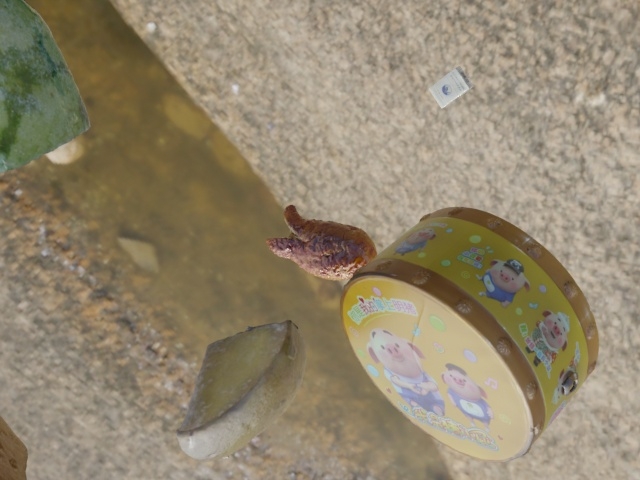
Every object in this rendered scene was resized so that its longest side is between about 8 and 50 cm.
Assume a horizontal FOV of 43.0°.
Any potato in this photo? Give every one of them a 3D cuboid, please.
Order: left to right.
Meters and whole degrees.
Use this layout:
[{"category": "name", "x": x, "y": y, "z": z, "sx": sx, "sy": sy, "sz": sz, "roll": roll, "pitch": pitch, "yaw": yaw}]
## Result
[{"category": "potato", "x": -0.121, "y": 0.313, "z": 1.526, "sx": 0.189, "sy": 0.264, "sz": 0.211, "roll": -10, "pitch": 124, "yaw": 18}]

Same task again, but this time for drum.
[{"category": "drum", "x": 0.254, "y": 0.165, "z": 1.424, "sx": 0.431, "sy": 0.214, "sz": 0.431, "roll": 35, "pitch": 148, "yaw": 26}]

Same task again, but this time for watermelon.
[{"category": "watermelon", "x": -0.221, "y": -0.078, "z": 0.522, "sx": 0.158, "sy": 0.098, "sz": 0.121, "roll": -44, "pitch": 81, "yaw": 25}]

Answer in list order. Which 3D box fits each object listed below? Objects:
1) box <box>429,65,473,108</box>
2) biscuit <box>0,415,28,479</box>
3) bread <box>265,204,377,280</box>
[{"category": "box", "x": 0.277, "y": -0.325, "z": 1.727, "sx": 0.083, "sy": 0.024, "sz": 0.054, "roll": -34, "pitch": 90, "yaw": 43}, {"category": "biscuit", "x": -0.197, "y": 0.154, "z": 0.432, "sx": 0.249, "sy": 0.035, "sz": 0.184, "roll": 44, "pitch": 174, "yaw": 47}, {"category": "bread", "x": -0.001, "y": 0.008, "z": 1.851, "sx": 0.268, "sy": 0.139, "sz": 0.095, "roll": 22, "pitch": 163, "yaw": 20}]
